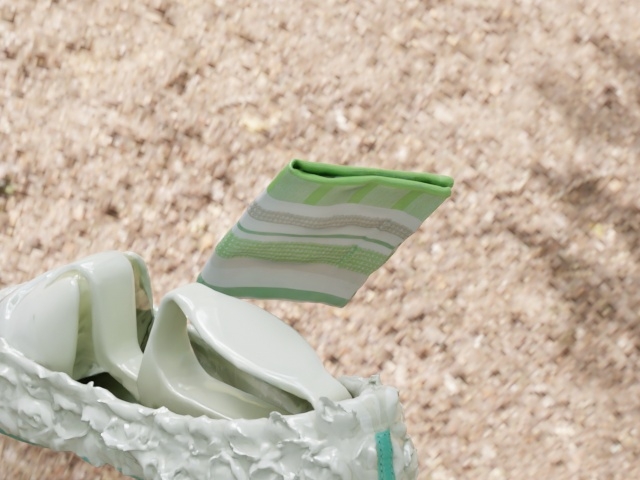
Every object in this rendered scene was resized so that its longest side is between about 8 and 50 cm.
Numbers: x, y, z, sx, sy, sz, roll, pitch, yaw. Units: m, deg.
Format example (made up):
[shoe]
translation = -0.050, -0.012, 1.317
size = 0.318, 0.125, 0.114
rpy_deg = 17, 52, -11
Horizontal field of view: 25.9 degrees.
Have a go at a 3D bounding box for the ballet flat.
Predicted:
[ballet flat]
translation = -0.099, 0.077, 0.871
size = 0.409, 0.147, 0.147
rpy_deg = 19, 44, 36

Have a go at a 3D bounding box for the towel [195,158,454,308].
[towel]
translation = 0.000, 0.000, 0.846
size = 0.113, 0.152, 0.023
rpy_deg = 3, 62, -26
